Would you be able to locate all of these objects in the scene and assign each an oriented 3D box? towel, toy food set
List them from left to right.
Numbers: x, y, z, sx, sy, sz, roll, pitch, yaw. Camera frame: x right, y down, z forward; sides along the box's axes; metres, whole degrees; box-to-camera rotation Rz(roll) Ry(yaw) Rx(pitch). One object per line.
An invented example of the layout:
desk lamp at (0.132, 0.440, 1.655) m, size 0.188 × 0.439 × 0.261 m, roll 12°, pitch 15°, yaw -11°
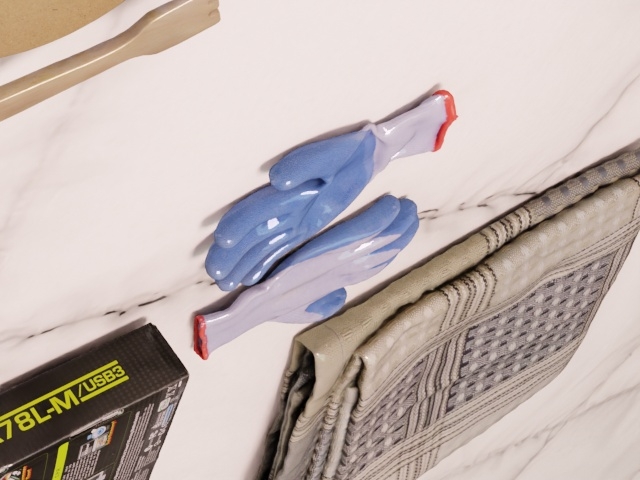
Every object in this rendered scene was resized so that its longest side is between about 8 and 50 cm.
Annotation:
toy food set at (-0.091, -0.105, 0.551) m, size 0.132 × 0.038 × 0.192 m, roll -26°, pitch 163°, yaw -13°
towel at (0.095, 0.090, 1.233) m, size 0.324 × 0.056 × 0.312 m, roll -28°, pitch 157°, yaw -25°

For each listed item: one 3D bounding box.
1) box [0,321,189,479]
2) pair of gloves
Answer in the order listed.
box at (-0.169, 0.139, 0.911) m, size 0.184 × 0.045 × 0.191 m, roll -24°, pitch 156°, yaw -29°
pair of gloves at (0.000, 0.000, 0.933) m, size 0.159 × 0.023 × 0.198 m, roll -30°, pitch 157°, yaw -22°
